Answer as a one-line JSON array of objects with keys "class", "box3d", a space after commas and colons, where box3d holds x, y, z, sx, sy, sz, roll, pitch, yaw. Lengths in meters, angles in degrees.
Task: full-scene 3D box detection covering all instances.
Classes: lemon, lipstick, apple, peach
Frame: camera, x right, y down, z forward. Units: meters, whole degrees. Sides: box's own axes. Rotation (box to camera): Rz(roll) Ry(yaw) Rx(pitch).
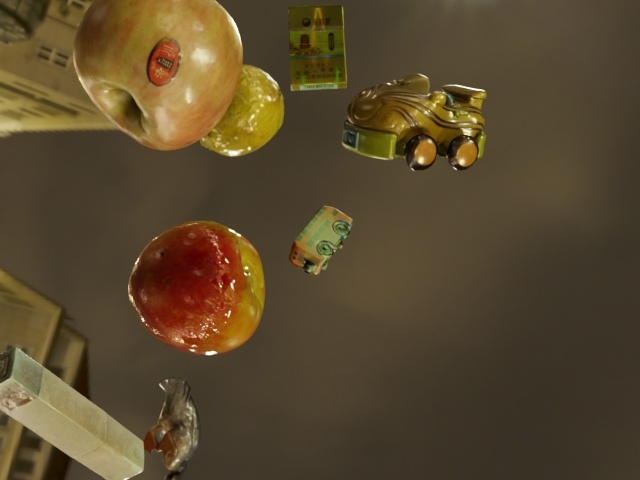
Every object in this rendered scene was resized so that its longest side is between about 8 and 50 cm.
[{"class": "lemon", "box3d": [-0.257, -0.389, 2.642, 0.322, 0.268, 0.268, -25, -130, 23]}, {"class": "lipstick", "box3d": [-0.468, 0.334, 1.622, 0.080, 0.371, 0.076, -27, -139, 13]}, {"class": "apple", "box3d": [-0.371, -0.423, 2.033, 0.391, 0.391, 0.346, -13, -142, 54]}, {"class": "peach", "box3d": [-0.346, 0.134, 2.416, 0.388, 0.388, 0.388, -33, -132, 45]}]

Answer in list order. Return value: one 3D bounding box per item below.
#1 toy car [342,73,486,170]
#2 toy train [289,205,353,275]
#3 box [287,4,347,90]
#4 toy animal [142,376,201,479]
[{"class": "toy car", "box3d": [0.160, -0.204, 1.451, 0.200, 0.248, 0.142, 29, -62, 55]}, {"class": "toy train", "box3d": [0.000, 0.000, 2.081, 0.188, 0.099, 0.072, -51, 172, -38]}, {"class": "box", "box3d": [-0.007, -0.418, 1.889, 0.030, 0.122, 0.193, 87, 0, -73]}, {"class": "toy animal", "box3d": [-0.386, 0.510, 2.308, 0.122, 0.185, 0.298, 0, -99, 22]}]
